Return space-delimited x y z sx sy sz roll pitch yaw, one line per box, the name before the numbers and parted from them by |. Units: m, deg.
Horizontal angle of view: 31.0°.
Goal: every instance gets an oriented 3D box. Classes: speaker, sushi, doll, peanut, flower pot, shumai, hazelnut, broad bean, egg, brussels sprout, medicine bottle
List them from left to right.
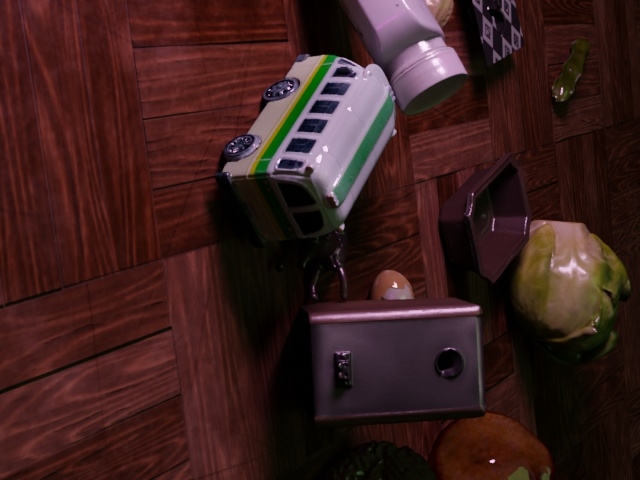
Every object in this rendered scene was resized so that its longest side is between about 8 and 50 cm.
doll | 0.000 0.000 1.633 0.139 0.057 0.165 45 43 -45
shumai | 0.080 0.406 1.673 0.206 0.166 0.175 -43 146 -49
medicine bottle | 0.090 -0.326 1.623 0.296 0.111 0.161 60 10 10
speaker | 0.094 0.161 1.569 0.192 0.231 0.153 -179 -94 -84
egg | 0.110 0.087 1.786 0.071 0.071 0.083 -15 97 -57
peanut | 0.183 -0.420 1.916 0.082 0.082 0.187 22 71 -55
hazelnut | 0.267 0.406 1.915 0.229 0.229 0.229 5 84 -58
flower pot | 0.288 -0.040 2.064 0.251 0.084 0.179 -41 123 -50
sushi | 0.300 -0.443 2.140 0.231 0.047 0.219 -35 113 -58
brussels sprout | 0.483 0.100 2.241 0.259 0.227 0.294 6 75 -72
broad bean | 0.553 -0.379 2.536 0.256 0.052 0.053 -60 177 -44

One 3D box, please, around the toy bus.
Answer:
toy bus | -0.004 -0.127 1.529 0.276 0.165 0.133 -61 137 -38
